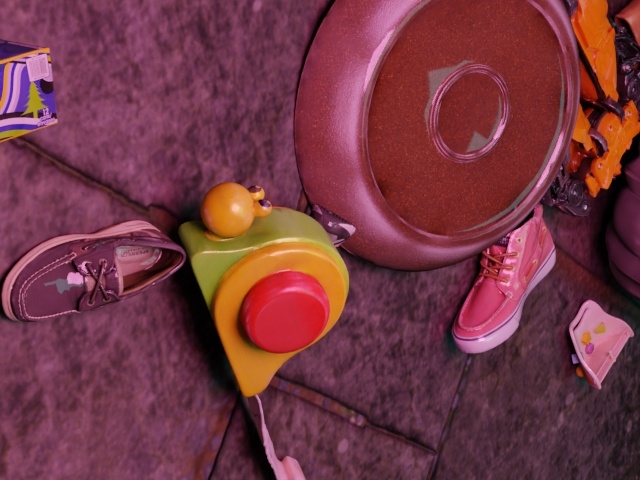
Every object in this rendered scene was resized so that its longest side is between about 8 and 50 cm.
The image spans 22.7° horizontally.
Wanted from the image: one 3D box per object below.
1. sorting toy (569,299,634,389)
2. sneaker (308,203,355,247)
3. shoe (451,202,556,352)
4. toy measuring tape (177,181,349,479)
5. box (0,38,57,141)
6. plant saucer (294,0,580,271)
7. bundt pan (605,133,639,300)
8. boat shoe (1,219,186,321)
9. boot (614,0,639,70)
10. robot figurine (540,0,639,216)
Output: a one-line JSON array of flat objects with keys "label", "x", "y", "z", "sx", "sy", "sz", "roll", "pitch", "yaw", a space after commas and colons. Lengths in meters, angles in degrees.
[{"label": "sorting toy", "x": 0.300, "y": 0.108, "z": 1.767, "sx": 0.083, "sy": 0.045, "sz": 0.075, "roll": -52, "pitch": 129, "yaw": -28}, {"label": "sneaker", "x": 0.000, "y": 0.000, "z": 1.320, "sx": 0.043, "sy": 0.040, "sz": 0.109, "roll": -56, "pitch": 178, "yaw": -11}, {"label": "shoe", "x": 0.175, "y": 0.028, "z": 1.569, "sx": 0.178, "sy": 0.064, "sz": 0.081, "roll": -49, "pitch": 133, "yaw": -39}, {"label": "toy measuring tape", "x": -0.022, "y": 0.079, "z": 1.288, "sx": 0.121, "sy": 0.121, "sz": 0.330, "roll": -48, "pitch": 138, "yaw": -32}, {"label": "box", "x": -0.248, "y": -0.081, "z": 1.002, "sx": 0.169, "sy": 0.059, "sz": 0.054, "roll": -25, "pitch": 120, "yaw": -46}, {"label": "plant saucer", "x": 0.119, "y": -0.115, "z": 1.395, "sx": 0.311, "sy": 0.050, "sz": 0.310, "roll": -11, "pitch": 111, "yaw": -31}, {"label": "bundt pan", "x": 0.410, "y": -0.068, "z": 1.732, "sx": 0.331, "sy": 0.124, "sz": 0.330, "roll": -52, "pitch": 156, "yaw": -35}, {"label": "boat shoe", "x": -0.161, "y": 0.022, "z": 1.150, "sx": 0.152, "sy": 0.049, "sz": 0.056, "roll": -28, "pitch": 121, "yaw": -44}, {"label": "boot", "x": 0.397, "y": -0.320, "z": 1.754, "sx": 0.280, "sy": 0.096, "sz": 0.264, "roll": -44, "pitch": 139, "yaw": -26}, {"label": "robot figurine", "x": 0.232, "y": -0.162, "z": 1.565, "sx": 0.211, "sy": 0.085, "sz": 0.291, "roll": -57, "pitch": 137, "yaw": -24}]
